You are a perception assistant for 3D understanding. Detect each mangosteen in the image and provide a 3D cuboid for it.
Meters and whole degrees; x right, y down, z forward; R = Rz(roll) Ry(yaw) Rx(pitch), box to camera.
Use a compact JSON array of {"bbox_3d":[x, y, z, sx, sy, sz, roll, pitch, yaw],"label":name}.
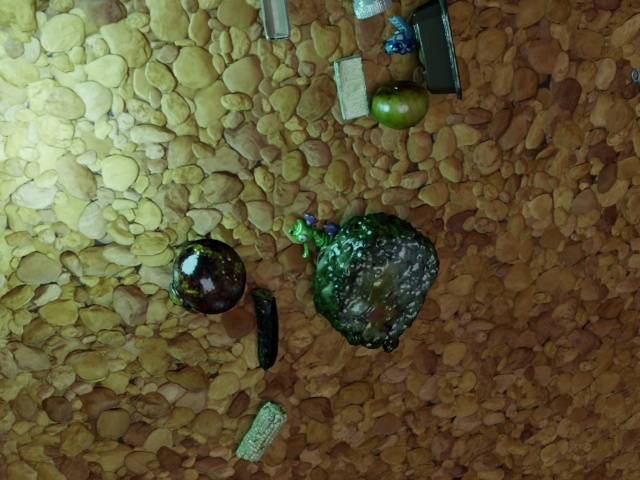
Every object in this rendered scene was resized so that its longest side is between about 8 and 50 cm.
[{"bbox_3d":[-0.294,0.099,1.607,0.217,0.192,0.192,-25,121,30],"label":"mangosteen"}]

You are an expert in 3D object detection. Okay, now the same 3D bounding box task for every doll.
[{"bbox_3d":[0.000,0.000,1.714,0.190,0.050,0.115,19,106,-26],"label":"doll"}]

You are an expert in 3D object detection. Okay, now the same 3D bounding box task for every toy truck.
[{"bbox_3d":[0.192,-0.498,1.572,0.073,0.056,0.090,-7,100,-19],"label":"toy truck"}]

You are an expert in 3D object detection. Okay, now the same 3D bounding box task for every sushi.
[{"bbox_3d":[0.134,0.102,1.703,0.293,0.178,0.352,14,109,-31],"label":"sushi"}]

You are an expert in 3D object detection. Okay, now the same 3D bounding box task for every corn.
[{"bbox_3d":[-0.171,0.563,1.867,0.087,0.087,0.211,26,101,-24],"label":"corn"}]

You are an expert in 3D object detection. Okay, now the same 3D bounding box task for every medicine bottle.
[{"bbox_3d":[0.095,-0.612,1.472,0.131,0.088,0.189,-25,116,-6],"label":"medicine bottle"}]

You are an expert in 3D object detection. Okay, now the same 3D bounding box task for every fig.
[{"bbox_3d":[0.199,-0.334,1.591,0.152,0.136,0.121,-5,122,-29],"label":"fig"}]

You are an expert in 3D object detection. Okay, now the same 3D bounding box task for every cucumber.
[{"bbox_3d":[-0.145,0.246,1.764,0.067,0.067,0.245,-9,116,-13],"label":"cucumber"}]

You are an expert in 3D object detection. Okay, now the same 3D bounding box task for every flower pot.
[{"bbox_3d":[0.280,-0.464,1.560,0.084,0.179,0.251,-9,117,15],"label":"flower pot"}]

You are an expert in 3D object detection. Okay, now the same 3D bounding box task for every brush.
[{"bbox_3d":[-0.116,-0.612,1.437,0.060,0.050,0.321,-10,106,-10],"label":"brush"}]

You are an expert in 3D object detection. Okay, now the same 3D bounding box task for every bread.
[{"bbox_3d":[0.077,-0.375,1.597,0.068,0.028,0.154,-17,116,-10],"label":"bread"}]

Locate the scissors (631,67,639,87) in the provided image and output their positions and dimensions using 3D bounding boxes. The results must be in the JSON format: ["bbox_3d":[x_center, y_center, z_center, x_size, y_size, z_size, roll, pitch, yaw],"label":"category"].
[{"bbox_3d":[0.914,-0.437,1.832,0.058,0.014,0.119,-27,113,-4],"label":"scissors"}]
